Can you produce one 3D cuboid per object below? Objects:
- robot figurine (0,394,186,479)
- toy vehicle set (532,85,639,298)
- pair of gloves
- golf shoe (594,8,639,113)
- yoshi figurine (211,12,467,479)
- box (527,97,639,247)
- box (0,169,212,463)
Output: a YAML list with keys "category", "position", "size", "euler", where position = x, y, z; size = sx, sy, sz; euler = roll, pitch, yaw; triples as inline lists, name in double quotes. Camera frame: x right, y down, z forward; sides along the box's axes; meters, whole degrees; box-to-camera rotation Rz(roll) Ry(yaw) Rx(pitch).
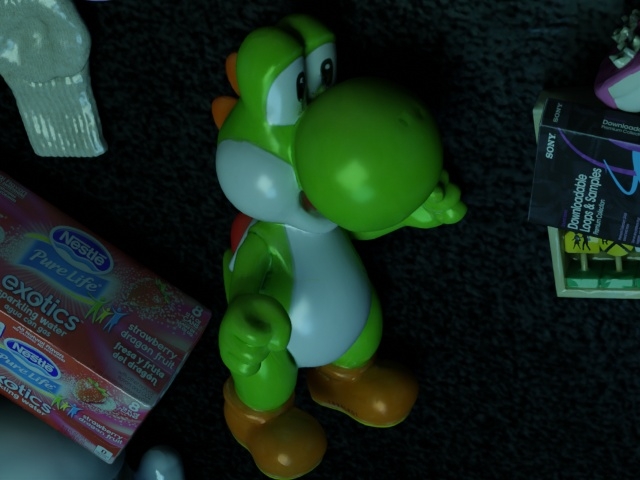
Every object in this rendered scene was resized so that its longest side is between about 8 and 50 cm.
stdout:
- category: "robot figurine"
  position: [-0.265, 0.293, 1.325]
  size: [0.200, 0.300, 0.353]
  euler: [26, 132, 64]
- category: "toy vehicle set"
  position: [0.295, -0.034, 0.995]
  size: [0.267, 0.035, 0.166]
  euler: [0, 123, 22]
- category: "pair of gloves"
  position: [-0.296, -0.160, 1.143]
  size: [0.240, 0.042, 0.204]
  euler: [8, 125, 16]
- category: "golf shoe"
  position: [0.313, -0.147, 0.864]
  size: [0.140, 0.115, 0.306]
  euler: [44, 129, -15]
- category: "yoshi figurine"
  position: [0.012, 0.013, 1.058]
  size: [0.203, 0.203, 0.362]
  euler: [-1, 121, 4]
- category: "box"
  position: [0.227, -0.036, 0.956]
  size: [0.162, 0.029, 0.116]
  euler: [15, 147, 14]
- category: "box"
  position: [-0.242, 0.062, 1.211]
  size: [0.257, 0.123, 0.128]
  euler: [34, 141, -3]
